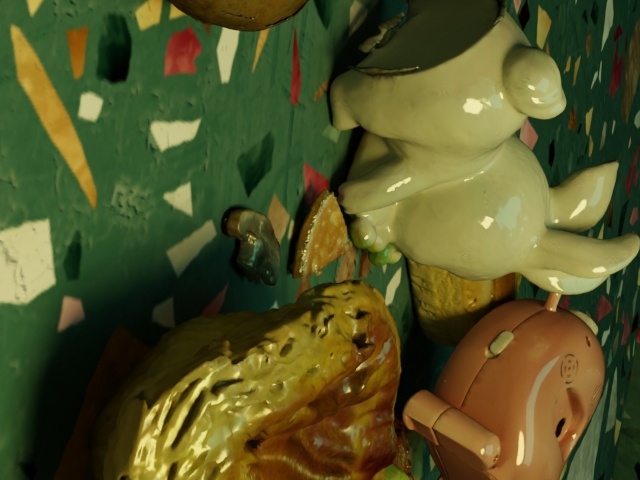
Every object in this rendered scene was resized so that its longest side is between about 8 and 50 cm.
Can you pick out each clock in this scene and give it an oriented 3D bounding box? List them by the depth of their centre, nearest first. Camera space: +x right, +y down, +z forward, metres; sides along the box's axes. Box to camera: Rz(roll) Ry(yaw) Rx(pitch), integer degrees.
[{"bbox_3d":[0.226,0.177,1.380,0.241,0.142,0.227,-48,144,-21],"label":"clock"}]

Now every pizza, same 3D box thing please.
[{"bbox_3d":[-0.001,0.000,1.138,0.078,0.025,0.083,30,78,-60],"label":"pizza"}]

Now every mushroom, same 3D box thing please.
[{"bbox_3d":[-0.052,0.005,1.034,0.049,0.019,0.101,-69,153,-22],"label":"mushroom"}]

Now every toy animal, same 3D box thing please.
[{"bbox_3d":[0.147,-0.078,1.198,0.183,0.247,0.310,-76,148,-53],"label":"toy animal"}]

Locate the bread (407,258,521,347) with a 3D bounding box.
[{"bbox_3d":[0.162,0.007,1.405,0.140,0.106,0.236,-54,144,-41],"label":"bread"}]

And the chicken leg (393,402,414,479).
[{"bbox_3d":[0.073,0.258,1.343,0.177,0.083,0.322,-83,161,-44],"label":"chicken leg"}]

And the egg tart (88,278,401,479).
[{"bbox_3d":[-0.053,0.184,0.924,0.351,0.153,0.340,-35,129,-54],"label":"egg tart"}]

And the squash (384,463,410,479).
[{"bbox_3d":[0.005,0.246,1.141,0.170,0.122,0.170,-31,127,-52],"label":"squash"}]

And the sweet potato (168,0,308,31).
[{"bbox_3d":[-0.058,-0.203,0.860,0.310,0.098,0.124,-25,114,-65],"label":"sweet potato"}]
